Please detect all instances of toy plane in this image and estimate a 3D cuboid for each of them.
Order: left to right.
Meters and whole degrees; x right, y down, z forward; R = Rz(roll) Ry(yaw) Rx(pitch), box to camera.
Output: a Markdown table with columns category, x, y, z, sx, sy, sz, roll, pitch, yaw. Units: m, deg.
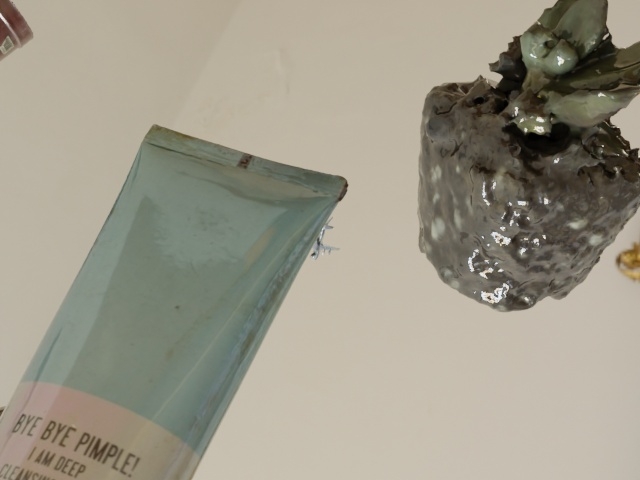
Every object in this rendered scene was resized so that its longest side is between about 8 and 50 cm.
| category | x | y | z | sx | sy | sz | roll | pitch | yaw |
| --- | --- | --- | --- | --- | --- | --- | --- | --- | --- |
| toy plane | -0.001 | 0.000 | 1.214 | 0.024 | 0.078 | 0.084 | -23 | -37 | -47 |

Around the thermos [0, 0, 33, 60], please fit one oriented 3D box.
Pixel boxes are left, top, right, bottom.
| category | x | y | z | sx | sy | sz | roll | pitch | yaw |
| --- | --- | --- | --- | --- | --- | --- | --- | --- | --- |
| thermos | -0.417 | -0.175 | 0.820 | 0.232 | 0.124 | 0.099 | -46 | -9 | -17 |

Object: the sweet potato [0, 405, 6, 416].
| category | x | y | z | sx | sy | sz | roll | pitch | yaw |
| --- | --- | --- | --- | --- | --- | --- | --- | --- | --- |
| sweet potato | -0.188 | 0.115 | 0.354 | 0.274 | 0.067 | 0.067 | -6 | -80 | -48 |

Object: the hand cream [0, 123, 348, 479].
| category | x | y | z | sx | sy | sz | roll | pitch | yaw |
| --- | --- | --- | --- | --- | --- | --- | --- | --- | --- |
| hand cream | -0.091 | 0.076 | 0.332 | 0.070 | 0.111 | 0.312 | 91 | -160 | -54 |

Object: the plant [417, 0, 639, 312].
| category | x | y | z | sx | sy | sz | roll | pitch | yaw |
| --- | --- | --- | --- | --- | --- | --- | --- | --- | --- |
| plant | 0.221 | -0.099 | 0.817 | 0.213 | 0.215 | 0.312 | -12 | -43 | -17 |
